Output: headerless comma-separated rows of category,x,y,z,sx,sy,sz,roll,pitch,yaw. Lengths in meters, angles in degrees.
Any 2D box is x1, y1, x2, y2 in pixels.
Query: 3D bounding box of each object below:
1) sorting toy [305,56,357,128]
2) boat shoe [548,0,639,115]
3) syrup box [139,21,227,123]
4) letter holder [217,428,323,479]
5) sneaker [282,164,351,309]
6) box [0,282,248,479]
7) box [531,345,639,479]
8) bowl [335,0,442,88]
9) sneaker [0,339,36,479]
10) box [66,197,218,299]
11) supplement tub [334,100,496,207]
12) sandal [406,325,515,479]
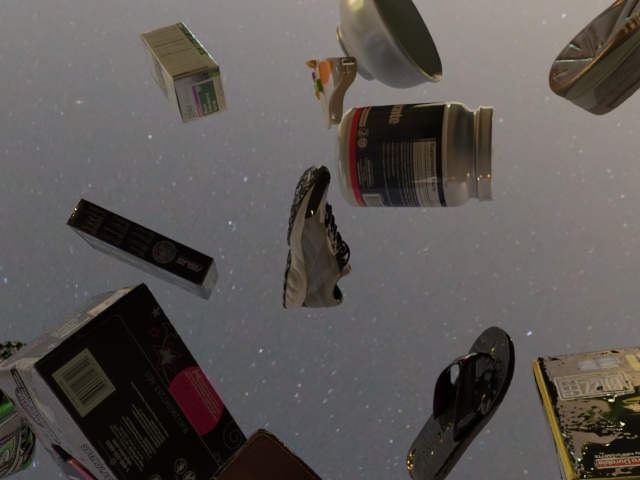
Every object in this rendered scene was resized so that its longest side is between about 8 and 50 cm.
sorting toy,0.013,-0.162,0.675,0.045,0.075,0.083,0,-164,15
boat shoe,0.464,-0.300,0.806,0.110,0.341,0.121,26,-129,-18
syrup box,-0.271,-0.334,1.207,0.096,0.093,0.237,-23,-134,-17
letter holder,-0.022,0.452,0.990,0.302,0.214,0.152,44,-165,15
sneaker,0.000,0.000,0.968,0.108,0.271,0.100,6,-141,2
box,-0.237,0.203,0.733,0.163,0.142,0.247,-43,-70,-44
box,0.407,0.191,0.639,0.322,0.079,0.257,-9,-169,14
bowl,0.127,-0.433,1.299,0.298,0.134,0.297,38,-142,-36
sneaker,-0.482,0.272,0.931,0.146,0.343,0.134,30,-146,-29
box,-0.338,0.025,1.214,0.270,0.216,0.060,25,-104,-1
supplement tub,0.177,-0.155,1.123,0.272,0.191,0.191,1,-129,18
sandal,0.336,0.410,1.523,0.107,0.167,0.445,28,-87,-25
